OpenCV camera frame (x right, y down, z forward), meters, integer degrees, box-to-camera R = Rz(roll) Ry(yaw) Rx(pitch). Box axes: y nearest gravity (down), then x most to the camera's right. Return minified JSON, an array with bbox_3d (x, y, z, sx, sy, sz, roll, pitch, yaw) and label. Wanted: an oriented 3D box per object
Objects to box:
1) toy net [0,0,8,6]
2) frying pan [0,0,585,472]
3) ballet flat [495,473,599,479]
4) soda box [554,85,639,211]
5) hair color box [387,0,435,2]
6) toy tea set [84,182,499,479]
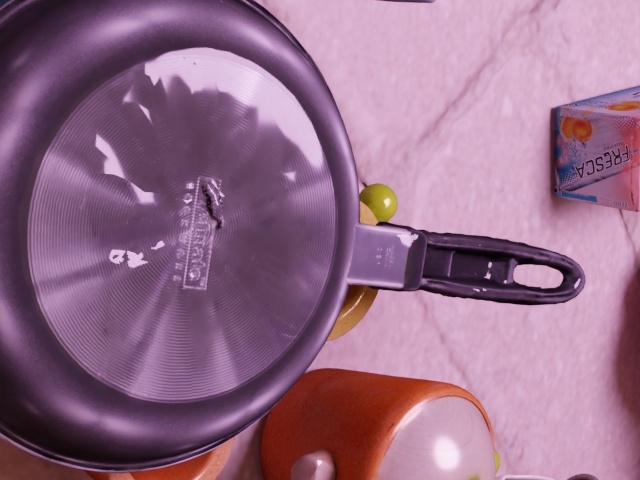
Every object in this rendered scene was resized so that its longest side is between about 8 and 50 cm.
[{"bbox_3d":[-0.181,-0.037,0.476,0.232,0.045,0.122,-4,104,-43],"label":"toy net"},{"bbox_3d":[-0.015,0.025,0.556,0.326,0.053,0.197,34,77,-31],"label":"frying pan"},{"bbox_3d":[0.096,0.174,0.797,0.213,0.072,0.068,-2,74,-45],"label":"ballet flat"},{"bbox_3d":[0.223,-0.066,0.855,0.183,0.063,0.058,-16,111,-41],"label":"soda box"},{"bbox_3d":[-0.024,-0.292,0.519,0.185,0.114,0.374,3,98,-45],"label":"hair color box"},{"bbox_3d":[-0.039,0.123,0.594,0.336,0.124,0.200,-42,126,-30],"label":"toy tea set"}]
